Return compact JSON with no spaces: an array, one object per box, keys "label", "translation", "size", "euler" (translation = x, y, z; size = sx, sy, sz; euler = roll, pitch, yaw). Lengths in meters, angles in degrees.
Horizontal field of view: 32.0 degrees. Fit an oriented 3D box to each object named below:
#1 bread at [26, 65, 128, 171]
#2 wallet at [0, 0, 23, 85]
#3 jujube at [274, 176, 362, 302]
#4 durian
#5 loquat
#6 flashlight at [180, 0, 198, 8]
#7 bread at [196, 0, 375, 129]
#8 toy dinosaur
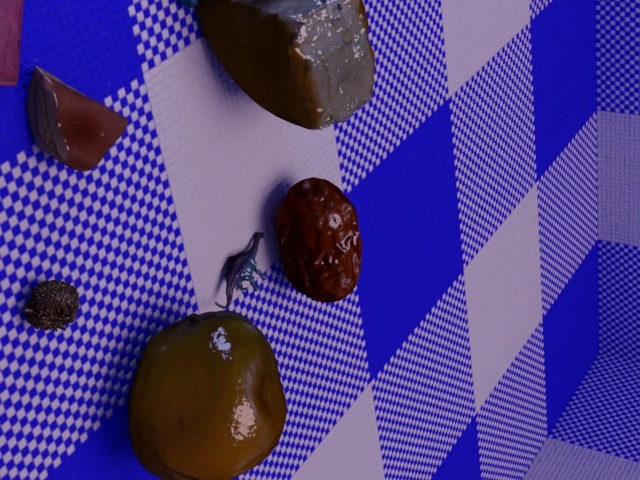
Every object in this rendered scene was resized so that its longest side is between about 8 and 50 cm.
[{"label":"bread","translation":[-0.357,-0.162,1.597],"size":[0.192,0.067,0.119],"euler":[32,66,-59]},{"label":"wallet","translation":[-0.433,-0.319,1.459],"size":[0.119,0.025,0.232],"euler":[-6,106,-57]},{"label":"jujube","translation":[0.000,0.000,2.143],"size":[0.174,0.174,0.250],"euler":[-48,135,-41]},{"label":"durian","translation":[-0.392,0.095,1.622],"size":[0.091,0.080,0.080],"euler":[-6,105,-48]},{"label":"loquat","translation":[-0.193,0.262,1.843],"size":[0.276,0.276,0.284],"euler":[-9,92,-58]},{"label":"flashlight","translation":[-0.227,-0.415,1.749],"size":[0.051,0.051,0.129],"euler":[-61,151,-27]},{"label":"bread","translation":[-0.047,-0.330,1.894],"size":[0.225,0.250,0.279],"euler":[-46,143,-31]},{"label":"toy dinosaur","translation":[-0.142,0.060,2.053],"size":[0.080,0.045,0.197],"euler":[60,42,-32]}]
